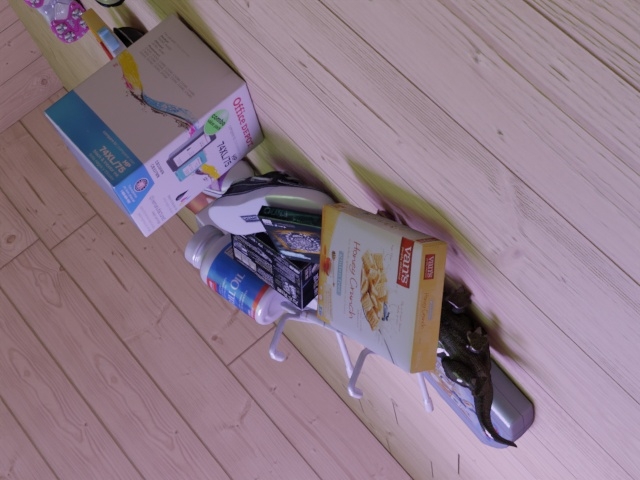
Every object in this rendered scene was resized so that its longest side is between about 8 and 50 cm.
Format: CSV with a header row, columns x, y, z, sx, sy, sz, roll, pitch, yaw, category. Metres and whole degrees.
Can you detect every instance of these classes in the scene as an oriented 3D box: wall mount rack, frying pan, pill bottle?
x,y,z,sx,sy,sz,roll,pitch,yaw,category
0.075,0.230,1.892,0.350,0.130,0.304,20,-179,38,wall mount rack
-0.334,-0.355,1.928,0.197,0.053,0.326,52,170,-11,frying pan
-0.165,0.063,1.977,0.221,0.124,0.124,33,164,23,pill bottle

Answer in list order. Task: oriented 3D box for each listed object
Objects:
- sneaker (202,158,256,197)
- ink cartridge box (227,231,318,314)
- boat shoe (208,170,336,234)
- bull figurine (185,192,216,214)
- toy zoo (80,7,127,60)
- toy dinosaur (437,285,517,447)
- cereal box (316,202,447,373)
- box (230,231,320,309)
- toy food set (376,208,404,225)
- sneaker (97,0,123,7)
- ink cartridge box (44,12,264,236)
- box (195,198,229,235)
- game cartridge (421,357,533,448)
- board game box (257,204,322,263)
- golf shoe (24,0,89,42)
x,y,z,sx,sy,sz,roll,pitch,yaw,category
-0.259,-0.188,1.951,0.282,0.102,0.161,28,161,20,sneaker
-0.019,0.024,1.950,0.385,0.091,0.308,-1,129,56,ink cartridge box
-0.072,-0.073,1.679,0.108,0.102,0.301,44,152,-28,boat shoe
-0.301,-0.100,2.562,0.310,0.101,0.188,51,172,-7,bull figurine
-0.396,-0.358,2.012,0.192,0.030,0.293,48,173,21,toy zoo
0.190,0.144,1.375,0.313,0.121,0.160,45,-179,7,toy dinosaur
0.075,0.057,1.309,0.240,0.047,0.173,25,115,57,cereal box
-0.078,0.023,1.839,0.180,0.077,0.147,35,153,21,box
0.105,-0.008,1.376,0.078,0.019,0.122,47,169,16,toy food set
-0.369,-0.448,1.720,0.217,0.079,0.121,53,177,39,sneaker
-0.267,-0.190,1.624,0.197,0.270,0.198,45,169,21,ink cartridge box
-0.171,0.003,2.298,0.232,0.127,0.148,50,170,6,box
0.248,0.244,1.572,0.198,0.062,0.297,52,170,14,game cartridge
0.000,0.000,1.594,0.186,0.026,0.126,11,150,26,board game box
-0.660,-0.602,2.311,0.140,0.115,0.306,48,169,32,golf shoe
